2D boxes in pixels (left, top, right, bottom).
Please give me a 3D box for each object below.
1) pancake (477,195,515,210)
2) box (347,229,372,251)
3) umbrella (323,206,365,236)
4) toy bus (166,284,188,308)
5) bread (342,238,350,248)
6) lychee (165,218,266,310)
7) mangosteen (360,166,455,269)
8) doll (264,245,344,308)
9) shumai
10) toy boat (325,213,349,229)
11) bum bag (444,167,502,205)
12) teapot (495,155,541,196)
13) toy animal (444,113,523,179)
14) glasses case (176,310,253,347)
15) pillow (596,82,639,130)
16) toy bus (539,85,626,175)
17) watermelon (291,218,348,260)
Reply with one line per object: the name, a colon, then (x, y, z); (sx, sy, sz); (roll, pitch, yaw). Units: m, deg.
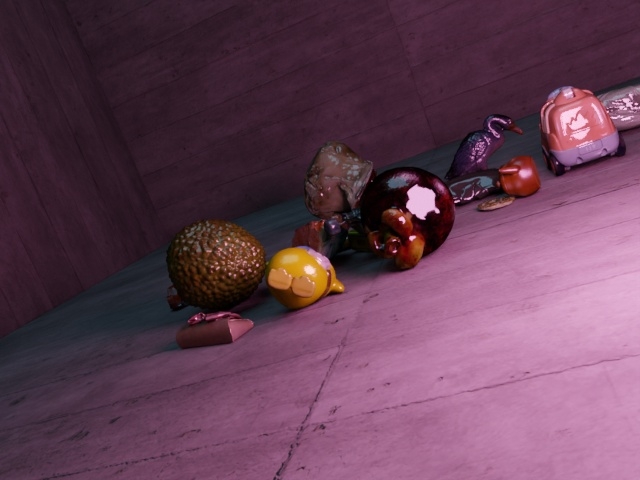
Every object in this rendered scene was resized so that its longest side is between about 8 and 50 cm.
pancake: (0.478, -0.102, 1.605); (0.108, 0.017, 0.108); (-20, 10, 4)
box: (0.202, -0.038, 1.704); (0.220, 0.064, 0.141); (-25, 13, -28)
umbrella: (0.172, -0.073, 1.572); (0.348, 0.094, 0.143); (-20, -6, -19)
toy bus: (-0.420, 0.156, 1.917); (0.174, 0.077, 0.079); (-28, 12, -35)
bread: (0.029, 0.010, 1.845); (0.135, 0.054, 0.154); (-25, 8, -3)
lychee: (-0.293, 0.064, 1.636); (0.320, 0.270, 0.270); (-28, 5, 32)
mangosteen: (0.193, -0.050, 1.371); (0.228, 0.228, 0.265); (-14, 27, 35)
doll: (-0.037, 0.087, 1.410); (0.199, 0.145, 0.363); (20, 6, 5)
shumai: (0.102, -0.244, 2.253); (0.291, 0.330, 0.288); (2, -7, -15)
toy boat: (0.042, -0.035, 2.010); (0.088, 0.068, 0.226); (-11, 13, 21)
bum bag: (0.446, -0.154, 1.800); (0.326, 0.080, 0.142); (-16, 18, 9)
teapot: (0.529, -0.165, 1.590); (0.116, 0.116, 0.173); (-16, -23, 28)
toy animal: (0.529, -0.272, 1.934); (0.298, 0.185, 0.122); (-38, 10, 16)
glasses case: (-0.248, 0.194, 1.390); (0.193, 0.070, 0.102); (-13, 12, 37)
pillow: (1.020, -0.438, 1.939); (0.309, 0.138, 0.283); (-13, 4, 31)
toy bus: (0.726, -0.326, 1.694); (0.194, 0.232, 0.288); (-21, 11, 17)
watermelon: (0.017, 0.014, 1.677); (0.146, 0.128, 0.231); (-9, -8, -32)
